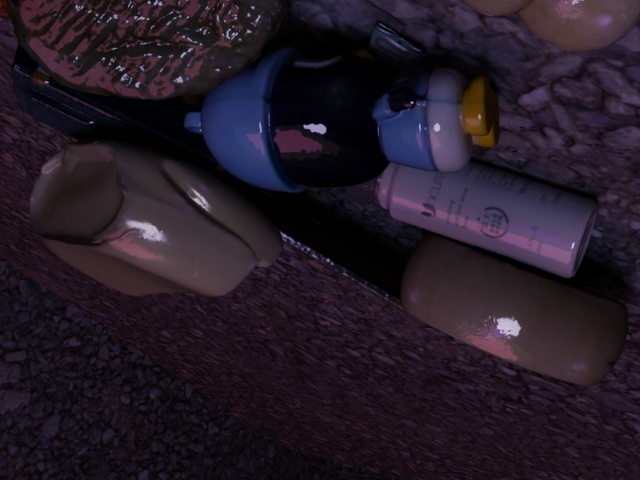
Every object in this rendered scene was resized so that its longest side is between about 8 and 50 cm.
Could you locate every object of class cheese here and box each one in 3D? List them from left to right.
[{"bbox_3d":[-0.182,-0.012,1.190,0.233,0.127,0.266,33,161,-37],"label":"cheese"}]

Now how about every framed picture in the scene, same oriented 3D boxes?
[{"bbox_3d":[0.000,0.000,1.454,0.338,0.014,0.255,31,-172,-9],"label":"framed picture"}]

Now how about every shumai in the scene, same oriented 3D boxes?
[{"bbox_3d":[-0.151,-0.265,1.014,0.271,0.204,0.222,-3,124,8],"label":"shumai"}]

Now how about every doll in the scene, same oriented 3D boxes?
[{"bbox_3d":[0.012,-0.119,1.058,0.314,0.141,0.177,-1,170,17],"label":"doll"}]

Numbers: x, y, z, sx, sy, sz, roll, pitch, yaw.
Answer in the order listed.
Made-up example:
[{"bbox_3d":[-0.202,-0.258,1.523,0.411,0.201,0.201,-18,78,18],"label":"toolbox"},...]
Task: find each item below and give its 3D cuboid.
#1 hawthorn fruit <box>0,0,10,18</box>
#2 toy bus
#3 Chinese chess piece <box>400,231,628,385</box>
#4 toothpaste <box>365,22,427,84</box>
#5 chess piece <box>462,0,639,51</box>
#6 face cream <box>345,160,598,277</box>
[{"bbox_3d":[-0.339,-0.288,1.223,0.093,0.093,0.093,23,160,9],"label":"hawthorn fruit"},{"bbox_3d":[-0.195,-0.170,1.213,0.275,0.167,0.138,27,161,0],"label":"toy bus"},{"bbox_3d":[0.225,0.078,1.274,0.273,0.102,0.273,20,-176,-1],"label":"Chinese chess piece"},{"bbox_3d":[0.052,-0.159,1.132,0.056,0.036,0.205,27,155,-5],"label":"toothpaste"},{"bbox_3d":[0.118,-0.223,0.760,0.261,0.143,0.143,26,161,-12],"label":"chess piece"},{"bbox_3d":[0.144,-0.050,1.206,0.311,0.092,0.092,21,159,18],"label":"face cream"}]
